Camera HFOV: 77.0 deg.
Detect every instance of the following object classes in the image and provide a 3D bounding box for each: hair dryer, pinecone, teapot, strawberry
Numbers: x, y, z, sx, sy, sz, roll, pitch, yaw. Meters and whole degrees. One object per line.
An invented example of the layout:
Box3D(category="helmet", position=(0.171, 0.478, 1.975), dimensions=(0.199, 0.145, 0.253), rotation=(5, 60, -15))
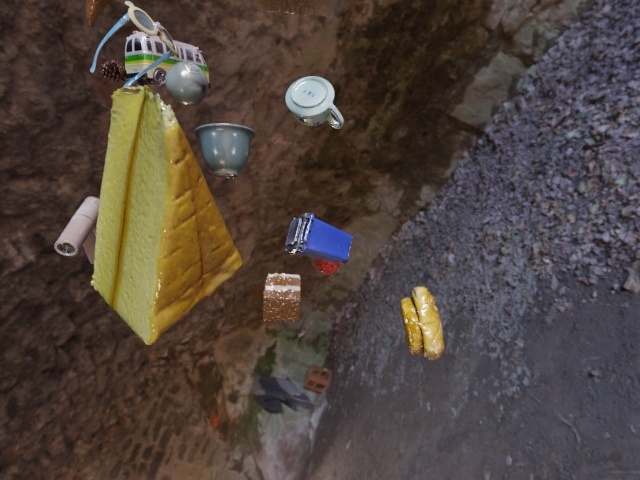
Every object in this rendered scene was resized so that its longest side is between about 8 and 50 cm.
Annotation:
Box3D(category="hair dryer", position=(-0.623, 0.026, 1.068), dimensions=(0.195, 0.053, 0.220), rotation=(-98, 19, -52))
Box3D(category="pinecone", position=(-0.719, -0.588, 1.400), dimensions=(0.077, 0.083, 0.077), rotation=(165, 90, -84))
Box3D(category="teapot", position=(-0.024, -0.444, 1.338), dimensions=(0.159, 0.232, 0.159), rotation=(-51, -19, -26))
Box3D(category="strawberry", position=(0.042, 0.093, 1.955), dimensions=(0.148, 0.131, 0.131), rotation=(111, 175, -49))

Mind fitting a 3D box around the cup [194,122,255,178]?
Box3D(category="cup", position=(-0.315, -0.287, 1.339), dimensions=(0.199, 0.199, 0.150), rotation=(156, 113, -84))

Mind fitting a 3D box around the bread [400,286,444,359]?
Box3D(category="bread", position=(0.334, 0.273, 1.323), dimensions=(0.198, 0.120, 0.236), rotation=(50, -149, -68))

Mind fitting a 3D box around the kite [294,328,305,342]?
Box3D(category="kite", position=(-0.082, 0.361, 1.510), dimensions=(0.078, 0.002, 0.044), rotation=(-41, 14, -18))

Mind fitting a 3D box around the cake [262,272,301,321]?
Box3D(category="cake", position=(-0.134, 0.197, 1.426), dimensions=(0.147, 0.135, 0.134), rotation=(-88, 5, -52))

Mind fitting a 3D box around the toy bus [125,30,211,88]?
Box3D(category="toy bus", position=(-0.579, -0.672, 1.538), dimensions=(0.305, 0.143, 0.179), rotation=(-17, -67, -54))

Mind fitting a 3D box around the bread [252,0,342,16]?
Box3D(category="bread", position=(-0.088, -0.883, 1.378), dimensions=(0.183, 0.337, 0.102), rotation=(80, -158, -61))

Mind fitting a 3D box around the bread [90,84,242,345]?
Box3D(category="bread", position=(-0.319, -0.057, 0.695), dimensions=(0.245, 0.233, 0.362), rotation=(-40, -39, -30))

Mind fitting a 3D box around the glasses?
Box3D(category="glasses", position=(-0.513, -0.517, 1.132), dimensions=(0.220, 0.088, 0.189), rotation=(-49, -15, 10))

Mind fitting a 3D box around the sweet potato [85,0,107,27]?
Box3D(category="sweet potato", position=(-0.496, -0.609, 0.853), dimensions=(0.067, 0.059, 0.281), rotation=(-25, -50, -32))

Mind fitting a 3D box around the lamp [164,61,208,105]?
Box3D(category="lamp", position=(-0.331, -0.388, 0.998), dimensions=(0.105, 0.105, 0.105), rotation=(-161, 90, -86))

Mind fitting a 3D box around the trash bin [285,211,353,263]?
Box3D(category="trash bin", position=(0.000, 0.000, 1.570), dimensions=(0.184, 0.234, 0.162), rotation=(-17, 56, 64))
